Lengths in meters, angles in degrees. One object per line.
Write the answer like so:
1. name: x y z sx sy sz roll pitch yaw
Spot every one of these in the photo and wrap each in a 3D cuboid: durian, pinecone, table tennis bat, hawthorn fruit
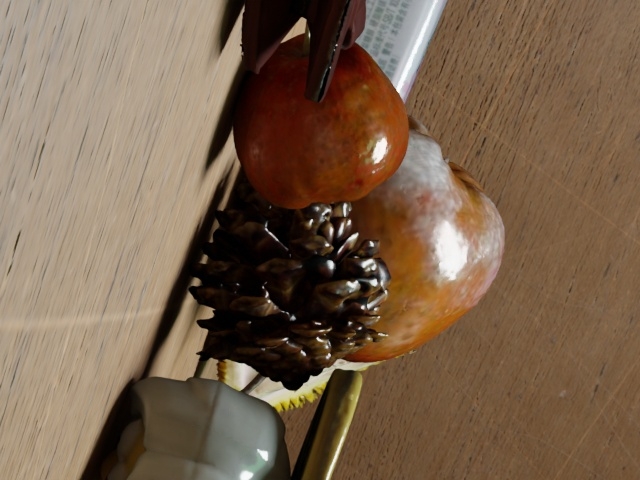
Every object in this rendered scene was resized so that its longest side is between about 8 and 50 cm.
1. durian: -0.006 0.071 1.765 0.249 0.183 0.138 -24 -158 23
2. pinecone: -0.024 0.028 1.319 0.173 0.173 0.173 21 90 -88
3. table tennis bat: -0.022 0.219 1.332 0.321 0.050 0.198 113 -2 -58
4. hawthorn fruit: 0.033 -0.007 1.507 0.235 0.231 0.263 -3 156 -45
5. hawthorn fruit: -0.008 -0.086 1.190 0.125 0.140 0.125 -32 -149 22

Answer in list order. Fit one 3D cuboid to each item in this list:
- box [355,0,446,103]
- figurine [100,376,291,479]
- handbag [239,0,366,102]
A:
1. box: 0.053 -0.183 1.693 0.190 0.112 0.370 -19 130 -86
2. figurine: -0.096 0.183 1.270 0.236 0.133 0.176 113 -10 -68
3. handbag: 0.036 -0.246 0.970 0.275 0.084 0.260 109 3 -62
